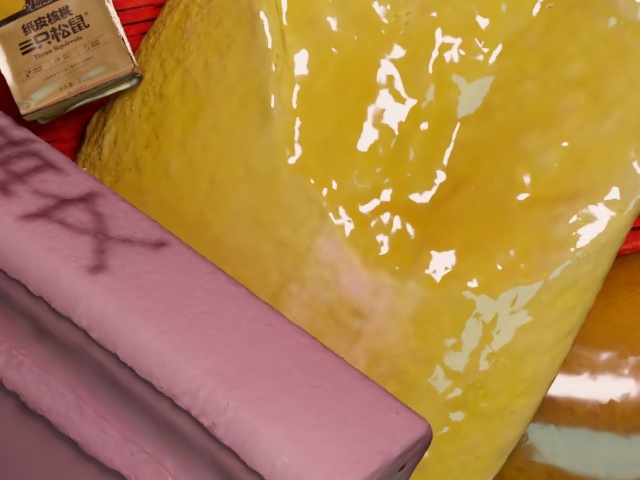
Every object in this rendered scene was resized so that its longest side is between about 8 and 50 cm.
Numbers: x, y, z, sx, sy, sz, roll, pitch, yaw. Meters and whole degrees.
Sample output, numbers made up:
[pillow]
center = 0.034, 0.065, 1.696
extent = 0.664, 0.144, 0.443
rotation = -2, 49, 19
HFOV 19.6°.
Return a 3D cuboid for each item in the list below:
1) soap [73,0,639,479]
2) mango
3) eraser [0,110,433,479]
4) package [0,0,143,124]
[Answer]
[soap]
center = -0.001, 0.000, 1.037
extent = 0.306, 0.115, 0.427
rotation = 32, 113, 9
[mango]
center = 0.224, 0.113, 1.170
extent = 0.378, 0.221, 0.264
rotation = 2, 147, -14
[eraser]
center = -0.142, 0.111, 1.013
extent = 0.122, 0.359, 0.272
rotation = -28, 148, -51
[package]
center = -0.152, -0.134, 1.004
extent = 0.071, 0.047, 0.131
rotation = -25, 90, 5
